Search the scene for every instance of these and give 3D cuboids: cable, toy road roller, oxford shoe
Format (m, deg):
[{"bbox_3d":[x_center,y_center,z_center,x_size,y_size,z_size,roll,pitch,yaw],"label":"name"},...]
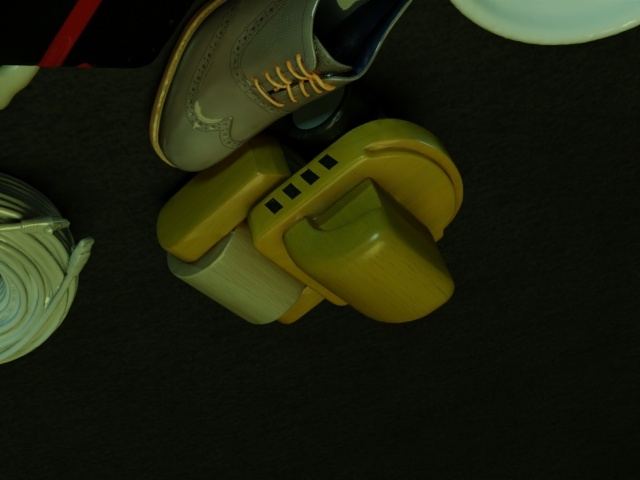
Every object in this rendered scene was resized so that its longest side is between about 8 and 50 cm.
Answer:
[{"bbox_3d":[-0.398,0.035,0.943,0.257,0.089,0.257,10,129,-24],"label":"cable"},{"bbox_3d":[0.000,0.000,0.926,0.329,0.241,0.202,-38,131,18],"label":"toy road roller"},{"bbox_3d":[-0.038,-0.181,0.820,0.130,0.133,0.363,27,120,-36],"label":"oxford shoe"}]

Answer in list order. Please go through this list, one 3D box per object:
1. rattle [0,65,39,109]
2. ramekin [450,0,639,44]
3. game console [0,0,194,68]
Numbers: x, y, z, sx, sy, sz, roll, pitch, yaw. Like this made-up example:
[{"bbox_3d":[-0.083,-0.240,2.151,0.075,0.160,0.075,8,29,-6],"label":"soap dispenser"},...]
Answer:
[{"bbox_3d":[-0.304,-0.221,0.776,0.130,0.142,0.200,16,89,-19],"label":"rattle"},{"bbox_3d":[0.182,-0.293,0.613,0.277,0.135,0.277,-9,135,-9],"label":"ramekin"},{"bbox_3d":[-0.130,-0.282,0.611,0.386,0.060,0.342,-49,172,22],"label":"game console"}]
